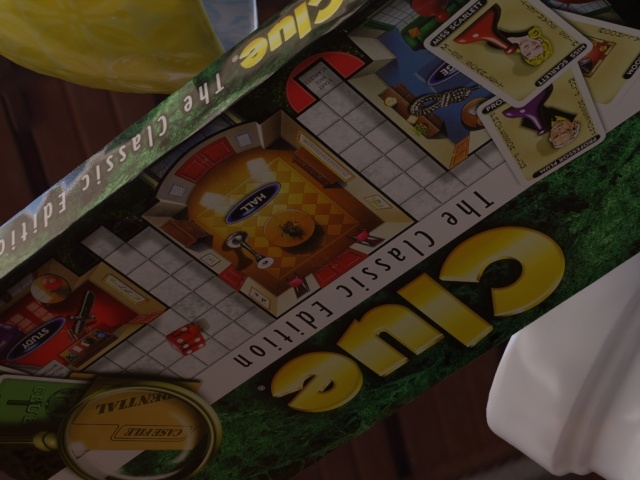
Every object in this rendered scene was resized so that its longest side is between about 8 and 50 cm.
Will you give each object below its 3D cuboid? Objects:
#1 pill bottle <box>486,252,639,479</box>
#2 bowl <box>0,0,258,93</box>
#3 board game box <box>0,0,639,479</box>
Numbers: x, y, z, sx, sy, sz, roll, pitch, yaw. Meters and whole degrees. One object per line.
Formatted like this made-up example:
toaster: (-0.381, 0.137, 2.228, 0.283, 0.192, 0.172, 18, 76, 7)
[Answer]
pill bottle: (0.275, 0.107, 0.908, 0.363, 0.210, 0.210, 31, -82, 19)
bowl: (-0.136, -0.187, 0.805, 0.156, 0.289, 0.289, -13, -69, 7)
board game box: (0.000, 0.000, 0.592, 0.260, 0.030, 0.136, -36, -49, 22)
